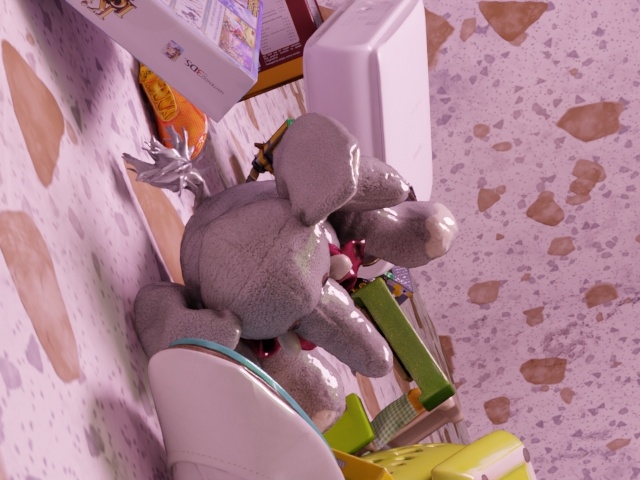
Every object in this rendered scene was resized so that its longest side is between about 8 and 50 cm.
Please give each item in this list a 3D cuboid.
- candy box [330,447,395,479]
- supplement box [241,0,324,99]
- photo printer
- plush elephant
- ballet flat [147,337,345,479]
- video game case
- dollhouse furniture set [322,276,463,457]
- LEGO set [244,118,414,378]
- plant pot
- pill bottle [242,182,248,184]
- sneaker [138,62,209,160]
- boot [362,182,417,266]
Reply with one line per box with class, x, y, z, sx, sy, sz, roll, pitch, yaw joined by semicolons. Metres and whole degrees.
candy box;0.003;0.217;1.259;0.206;0.027;0.105;12;-29;44
supplement box;-0.103;-0.277;1.709;0.129;0.191;0.194;-44;114;-80
photo printer;0.064;-0.120;1.643;0.256;0.107;0.308;-56;146;-61
plush elephant;-0.028;0.033;1.223;0.330;0.272;0.255;38;6;-19
ballet flat;-0.043;0.230;1.125;0.400;0.139;0.139;62;11;-51
video game case;-0.167;-0.247;1.304;0.244;0.061;0.269;37;19;-16
dollhouse furniture set;0.054;0.191;1.709;0.151;0.197;0.301;56;1;18
LEGO set;-0.018;0.017;1.841;0.255;0.192;0.331;28;29;-32
plant pot;0.129;0.333;1.484;0.227;0.207;0.228;-10;81;-62
pill bottle;-0.067;-0.008;1.630;0.116;0.065;0.065;50;-2;27
sneaker;-0.169;-0.156;1.496;0.067;0.064;0.175;27;34;-49
boot;0.000;0.000;1.491;0.091;0.229;0.263;66;-6;-19
